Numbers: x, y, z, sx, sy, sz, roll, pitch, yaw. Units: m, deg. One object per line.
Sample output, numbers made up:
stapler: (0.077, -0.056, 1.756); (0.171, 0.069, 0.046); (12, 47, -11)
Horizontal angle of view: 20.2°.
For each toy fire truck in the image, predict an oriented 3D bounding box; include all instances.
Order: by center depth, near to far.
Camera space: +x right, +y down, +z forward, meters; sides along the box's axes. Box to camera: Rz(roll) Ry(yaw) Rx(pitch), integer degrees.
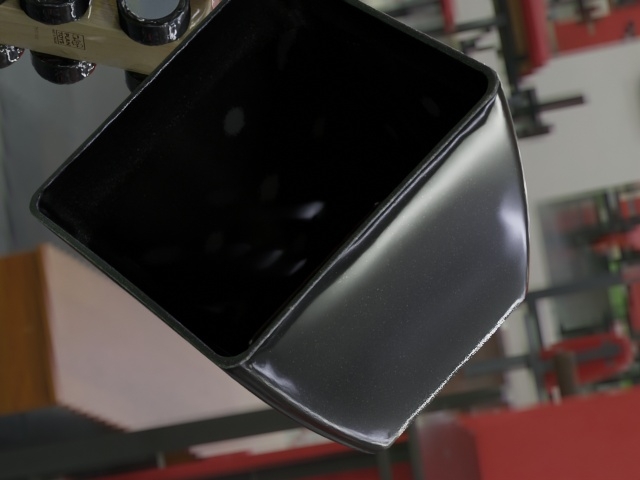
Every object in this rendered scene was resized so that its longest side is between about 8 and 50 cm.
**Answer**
toy fire truck: (-0.178, -0.248, 1.478); (0.158, 0.217, 0.246); (93, 9, -64)

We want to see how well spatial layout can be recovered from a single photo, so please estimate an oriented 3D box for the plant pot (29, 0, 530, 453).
plant pot: (0.000, 0.000, 0.928); (0.187, 0.188, 0.167); (34, -14, 43)
